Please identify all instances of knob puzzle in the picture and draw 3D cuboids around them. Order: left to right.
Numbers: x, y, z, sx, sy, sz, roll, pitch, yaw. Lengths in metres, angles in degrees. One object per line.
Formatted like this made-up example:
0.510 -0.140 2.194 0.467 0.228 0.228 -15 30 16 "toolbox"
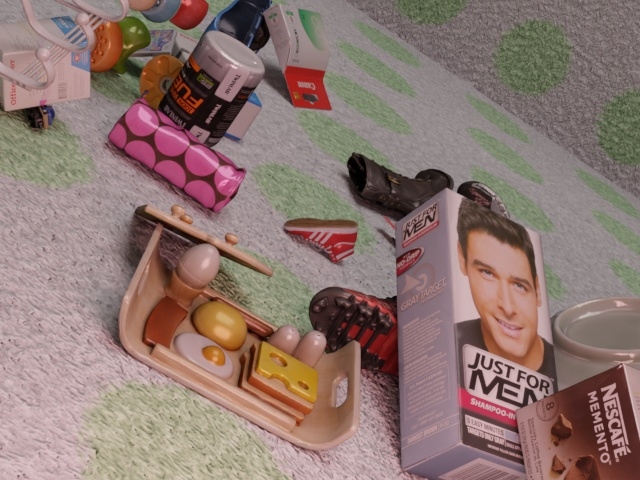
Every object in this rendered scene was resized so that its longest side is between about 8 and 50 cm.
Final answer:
-0.144 -0.006 1.414 0.213 0.030 0.213 25 -6 3 "knob puzzle"

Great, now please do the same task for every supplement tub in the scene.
-0.183 -0.230 1.733 0.117 0.190 0.117 31 23 -15 "supplement tub"

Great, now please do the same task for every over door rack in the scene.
-0.451 -0.325 1.435 0.324 0.108 0.239 17 38 9 "over door rack"

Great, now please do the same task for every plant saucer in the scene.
0.468 0.171 1.669 0.400 0.100 0.400 -7 19 2 "plant saucer"

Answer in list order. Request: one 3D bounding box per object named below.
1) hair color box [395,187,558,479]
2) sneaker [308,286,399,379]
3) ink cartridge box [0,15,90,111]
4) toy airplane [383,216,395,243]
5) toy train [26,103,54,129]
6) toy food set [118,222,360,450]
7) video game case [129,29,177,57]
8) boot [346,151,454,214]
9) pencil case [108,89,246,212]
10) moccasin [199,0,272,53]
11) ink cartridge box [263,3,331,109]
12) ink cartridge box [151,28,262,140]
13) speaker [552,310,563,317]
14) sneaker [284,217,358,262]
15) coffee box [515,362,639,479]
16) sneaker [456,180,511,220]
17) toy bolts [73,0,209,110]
0.206 0.135 1.428 0.185 0.113 0.374 23 50 -29 "hair color box"
0.091 0.126 1.511 0.276 0.097 0.135 27 22 -26 "sneaker"
-0.405 -0.249 1.510 0.143 0.092 0.090 -13 42 -29 "ink cartridge box"
0.174 0.010 1.990 0.151 0.028 0.151 31 21 -14 "toy airplane"
-0.411 -0.206 1.555 0.036 0.027 0.158 -9 40 -21 "toy train"
-0.086 0.105 1.287 0.306 0.092 0.220 30 20 -11 "toy food set"
-0.323 -0.353 1.933 0.122 0.011 0.087 -1 37 3 "video game case"
0.156 -0.118 2.164 0.229 0.091 0.263 26 21 -17 "boot"
-0.211 -0.130 1.629 0.209 0.095 0.098 37 5 -1 "pencil case"
-0.171 -0.463 2.406 0.117 0.138 0.342 37 34 -5 "moccasin"
-0.031 -0.408 2.413 0.181 0.056 0.225 -8 77 -60 "ink cartridge box"
-0.211 -0.287 1.971 0.148 0.086 0.203 20 24 -33 "ink cartridge box"
0.451 0.175 2.016 0.055 0.055 0.136 37 21 7 "speaker"
0.000 0.000 1.742 0.118 0.067 0.042 3 25 1 "sneaker"
0.341 0.312 1.222 0.119 0.168 0.297 21 52 -35 "coffee box"
0.334 -0.008 2.139 0.229 0.086 0.132 57 30 -3 "sneaker"
-0.293 -0.332 1.761 0.218 0.228 0.158 49 23 14 "toy bolts"
